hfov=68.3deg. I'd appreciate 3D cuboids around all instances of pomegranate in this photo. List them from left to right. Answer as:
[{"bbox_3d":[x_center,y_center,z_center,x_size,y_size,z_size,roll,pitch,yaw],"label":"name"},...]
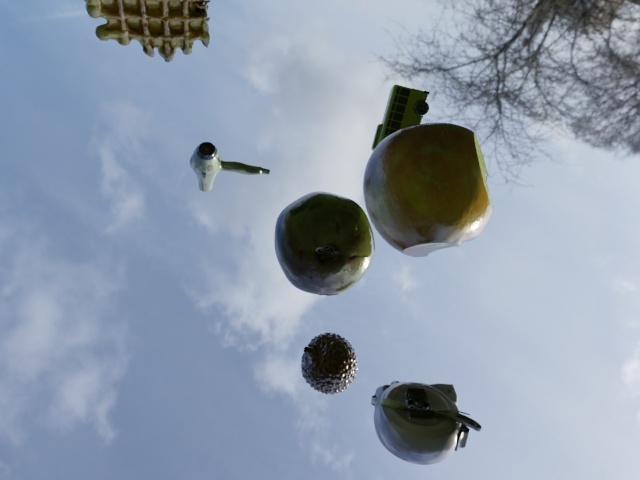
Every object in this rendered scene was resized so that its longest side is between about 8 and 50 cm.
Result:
[{"bbox_3d":[0.002,-0.010,0.833,0.179,0.180,0.211,1,-142,-18],"label":"pomegranate"}]

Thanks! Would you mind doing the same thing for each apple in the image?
[{"bbox_3d":[0.309,-0.132,1.306,0.383,0.374,0.375,1,-134,-34],"label":"apple"}]

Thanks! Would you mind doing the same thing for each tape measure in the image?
[{"bbox_3d":[0.206,0.361,0.964,0.195,0.105,0.178,2,-157,-8],"label":"tape measure"}]

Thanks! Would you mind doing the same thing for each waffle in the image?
[{"bbox_3d":[-0.290,-0.460,0.853,0.283,0.309,0.065,31,-141,-53],"label":"waffle"}]

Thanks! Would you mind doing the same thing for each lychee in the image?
[{"bbox_3d":[0.027,0.394,1.530,0.238,0.200,0.200,46,-151,-39],"label":"lychee"}]

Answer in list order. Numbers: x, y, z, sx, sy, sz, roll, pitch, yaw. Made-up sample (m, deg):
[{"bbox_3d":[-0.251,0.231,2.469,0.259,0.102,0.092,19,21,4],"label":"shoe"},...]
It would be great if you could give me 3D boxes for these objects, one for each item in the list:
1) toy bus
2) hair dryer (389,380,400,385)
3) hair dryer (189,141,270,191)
[{"bbox_3d":[0.266,-0.377,1.597,0.149,0.262,0.128,15,-174,0],"label":"toy bus"},{"bbox_3d":[0.179,0.430,1.245,0.037,0.114,0.063,30,-167,6],"label":"hair dryer"},{"bbox_3d":[-0.394,-0.263,1.889,0.298,0.295,0.119,18,-116,-29],"label":"hair dryer"}]
